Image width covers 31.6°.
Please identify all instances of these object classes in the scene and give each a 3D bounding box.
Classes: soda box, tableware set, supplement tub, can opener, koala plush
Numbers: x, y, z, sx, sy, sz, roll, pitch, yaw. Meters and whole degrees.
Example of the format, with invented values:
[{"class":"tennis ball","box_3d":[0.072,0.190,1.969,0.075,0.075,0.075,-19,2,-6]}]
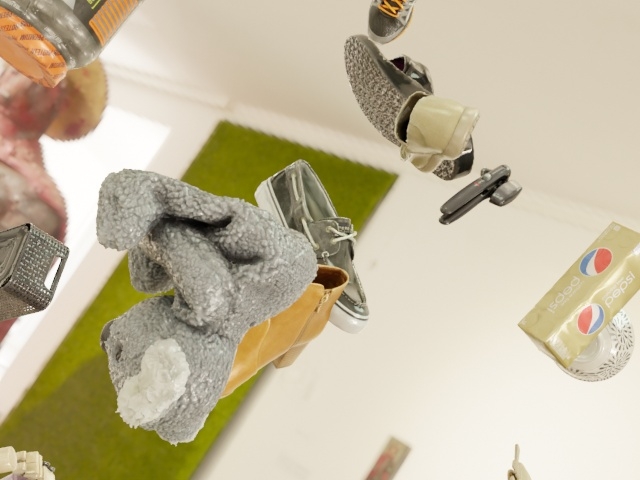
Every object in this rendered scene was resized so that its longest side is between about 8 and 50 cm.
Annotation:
[{"class":"soda box","box_3d":[0.331,0.066,1.391,0.058,0.181,0.061,47,-5,-31]},{"class":"tableware set","box_3d":[0.268,0.374,1.548,0.194,0.039,0.128,-49,118,-71]},{"class":"supplement tub","box_3d":[-0.381,-0.421,1.791,0.207,0.338,0.207,33,-16,11]},{"class":"can opener","box_3d":[0.274,-0.082,1.982,0.073,0.186,0.059,32,-45,40]},{"class":"koala plush","box_3d":[-0.123,0.078,1.048,0.203,0.221,0.196,14,-17,7]}]

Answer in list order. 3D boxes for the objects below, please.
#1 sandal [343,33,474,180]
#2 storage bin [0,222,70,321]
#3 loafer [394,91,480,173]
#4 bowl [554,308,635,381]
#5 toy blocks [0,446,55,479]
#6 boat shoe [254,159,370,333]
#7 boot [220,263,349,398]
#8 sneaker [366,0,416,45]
[{"class":"sandal","box_3d":[0.180,-0.261,2.185,0.445,0.107,0.167,51,-30,42]},{"class":"storage bin","box_3d":[-0.507,0.054,1.849,0.180,0.122,0.084,-13,-38,40]},{"class":"loafer","box_3d":[0.151,-0.161,1.594,0.092,0.102,0.268,30,-6,-5]},{"class":"bowl","box_3d":[0.497,0.187,2.120,0.170,0.170,0.080,30,14,20]},{"class":"toy blocks","box_3d":[-0.615,0.520,1.939,0.288,0.260,0.308,75,4,-59]},{"class":"boat shoe","box_3d":[0.000,0.000,1.903,0.121,0.119,0.335,10,42,-54]},{"class":"boot","box_3d":[-0.100,0.125,1.719,0.295,0.211,0.104,-11,51,-43]},{"class":"sneaker","box_3d":[0.148,-0.463,2.090,0.084,0.214,0.083,29,8,5]}]
